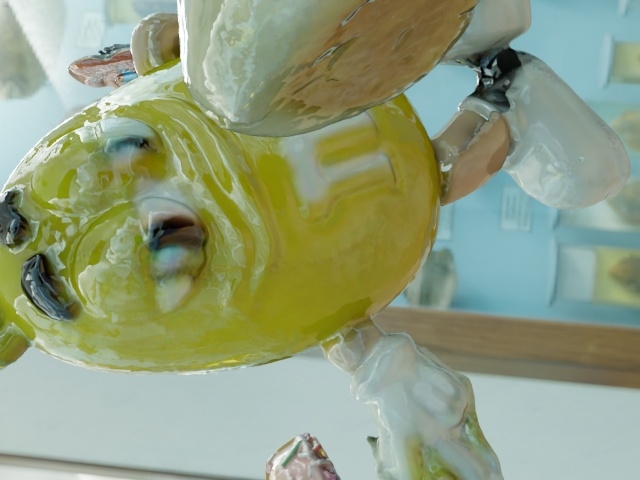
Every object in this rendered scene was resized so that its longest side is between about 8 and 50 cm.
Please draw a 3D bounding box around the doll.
[{"bbox_3d":[0.011,-0.031,0.649,0.423,0.348,0.161,-61,-2,-27],"label":"doll"}]

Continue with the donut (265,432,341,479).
[{"bbox_3d":[0.000,0.326,1.184,0.199,0.085,0.233,63,172,14],"label":"donut"}]

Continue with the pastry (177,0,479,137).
[{"bbox_3d":[0.004,-0.113,0.426,0.156,0.092,0.156,-36,-20,-16],"label":"pastry"}]

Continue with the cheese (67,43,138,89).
[{"bbox_3d":[-0.118,-0.106,0.851,0.256,0.106,0.037,41,-136,-64],"label":"cheese"}]
